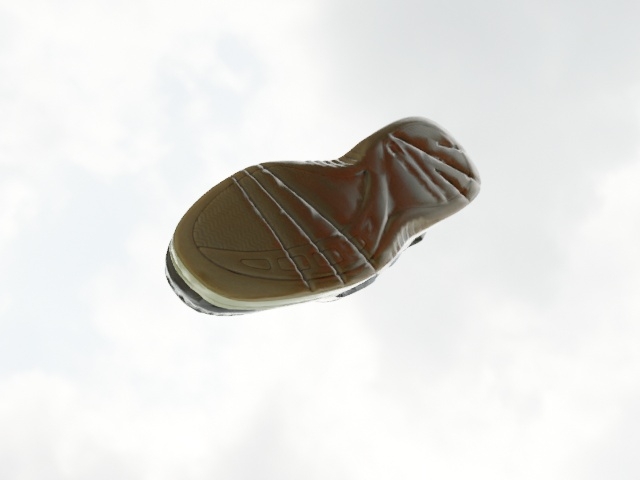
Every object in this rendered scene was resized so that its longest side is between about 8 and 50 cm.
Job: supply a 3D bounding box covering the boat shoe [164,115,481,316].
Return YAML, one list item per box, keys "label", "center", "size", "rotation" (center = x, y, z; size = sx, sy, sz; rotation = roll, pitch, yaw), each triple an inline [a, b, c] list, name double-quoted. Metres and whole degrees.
- label: "boat shoe"
  center: [0.000, 0.000, 0.615]
  size: [0.056, 0.152, 0.049]
  rotation: [52, -49, 15]
